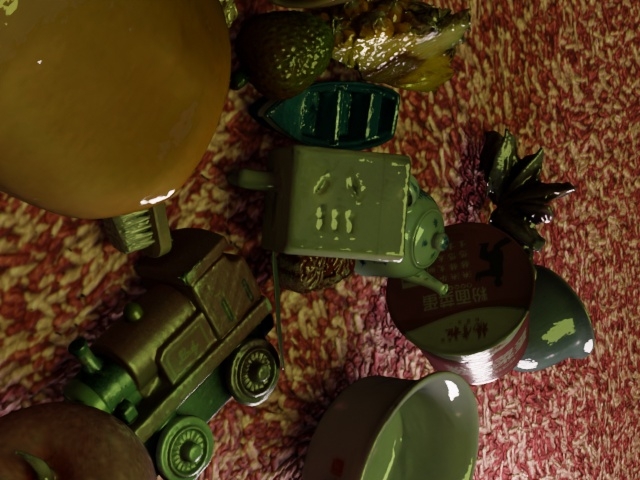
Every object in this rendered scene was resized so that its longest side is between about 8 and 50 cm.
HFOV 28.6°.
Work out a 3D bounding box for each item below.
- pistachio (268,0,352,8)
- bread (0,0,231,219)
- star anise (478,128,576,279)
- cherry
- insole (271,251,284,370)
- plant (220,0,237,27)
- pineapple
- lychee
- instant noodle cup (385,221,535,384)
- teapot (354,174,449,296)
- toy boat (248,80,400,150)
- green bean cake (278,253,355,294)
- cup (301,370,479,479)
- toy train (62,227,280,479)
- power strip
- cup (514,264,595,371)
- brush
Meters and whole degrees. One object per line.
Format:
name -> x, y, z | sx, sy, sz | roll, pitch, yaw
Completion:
pistachio -> 0.044, -0.382, 1.566 | 0.293, 0.181, 0.162 | -28, 141, -38
bread -> -0.249, -0.216, 1.092 | 0.253, 0.348, 0.376 | -32, 143, 10
star anise -> 0.328, -0.054, 2.086 | 0.212, 0.129, 0.283 | 118, -29, -65
cherry -> -0.288, 0.281, 1.325 | 0.285, 0.236, 0.213 | 87, 3, -51
insole -> -0.055, 0.082, 1.631 | 0.232, 0.003, 0.080 | -97, 179, -57
plant -> -0.127, -0.276, 1.440 | 0.122, 0.104, 0.117 | 43, 57, -59
pineapple -> 0.113, -0.307, 1.693 | 0.249, 0.164, 0.140 | 7, 60, -41
lychee -> -0.051, -0.228, 1.547 | 0.146, 0.114, 0.114 | -28, 132, -5
instant noodle cup -> 0.236, 0.114, 2.005 | 0.235, 0.234, 0.178 | -60, 151, -20
teapot -> 0.124, -0.015, 1.852 | 0.159, 0.159, 0.232 | -49, 138, -32
toy boat -> 0.004, -0.172, 1.696 | 0.299, 0.061, 0.096 | -7, 109, -54
green bean cake -> 0.000, 0.000, 1.763 | 0.135, 0.056, 0.135 | -20, 120, -50
cup -> 0.089, 0.346, 1.928 | 0.347, 0.163, 0.347 | -25, 123, -47
toy train -> -0.182, 0.147, 1.504 | 0.304, 0.150, 0.221 | -47, 127, -31
power strip -> -0.008, -0.049, 1.620 | 0.224, 0.139, 0.140 | 4, 92, -16
cup -> 0.373, 0.165, 2.268 | 0.150, 0.199, 0.199 | -32, 130, -22
brush -> -0.229, -0.122, 1.394 | 0.065, 0.070, 0.328 | -27, 123, -35
